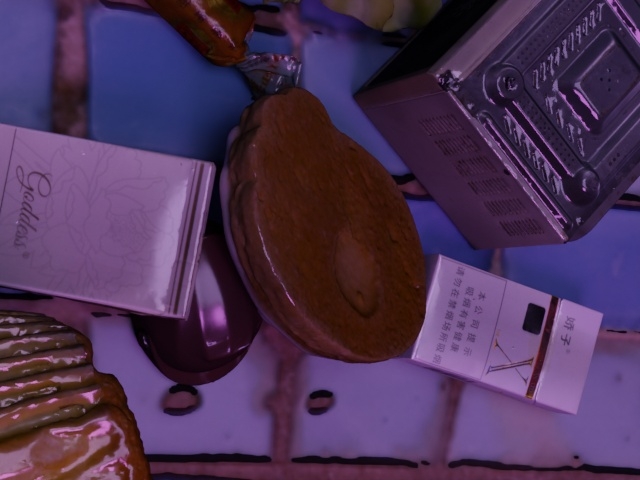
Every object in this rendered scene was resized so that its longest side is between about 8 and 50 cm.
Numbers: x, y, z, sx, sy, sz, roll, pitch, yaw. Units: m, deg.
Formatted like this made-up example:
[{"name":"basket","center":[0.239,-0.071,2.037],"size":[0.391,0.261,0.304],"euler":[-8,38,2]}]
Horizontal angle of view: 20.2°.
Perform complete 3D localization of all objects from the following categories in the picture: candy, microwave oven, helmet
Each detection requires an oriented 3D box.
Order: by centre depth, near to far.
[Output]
[{"name":"helmet","center":[-0.080,0.041,1.251],"size":[0.098,0.070,0.123],"euler":[-23,96,-26]},{"name":"candy","center":[-0.081,-0.162,1.273],"size":[0.182,0.053,0.046],"euler":[44,63,-19]},{"name":"microwave oven","center":[0.182,-0.126,1.349],"size":[0.240,0.145,0.194],"euler":[-46,104,-21]}]

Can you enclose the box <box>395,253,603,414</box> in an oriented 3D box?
[{"name":"box","center":[0.136,0.073,1.372],"size":[0.154,0.040,0.084],"euler":[19,78,-23]}]

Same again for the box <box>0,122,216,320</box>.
[{"name":"box","center":[-0.176,-0.016,1.196],"size":[0.198,0.029,0.109],"euler":[11,83,-4]}]

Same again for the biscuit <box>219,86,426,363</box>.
[{"name":"biscuit","center":[0.000,0.000,1.269],"size":[0.208,0.049,0.181],"euler":[41,45,-39]}]

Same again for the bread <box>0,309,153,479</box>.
[{"name":"bread","center":[-0.194,0.151,1.091],"size":[0.142,0.253,0.227],"euler":[-14,86,-28]}]

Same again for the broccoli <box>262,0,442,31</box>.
[{"name":"broccoli","center":[0.057,-0.302,1.224],"size":[0.277,0.338,0.317],"euler":[21,101,1]}]
